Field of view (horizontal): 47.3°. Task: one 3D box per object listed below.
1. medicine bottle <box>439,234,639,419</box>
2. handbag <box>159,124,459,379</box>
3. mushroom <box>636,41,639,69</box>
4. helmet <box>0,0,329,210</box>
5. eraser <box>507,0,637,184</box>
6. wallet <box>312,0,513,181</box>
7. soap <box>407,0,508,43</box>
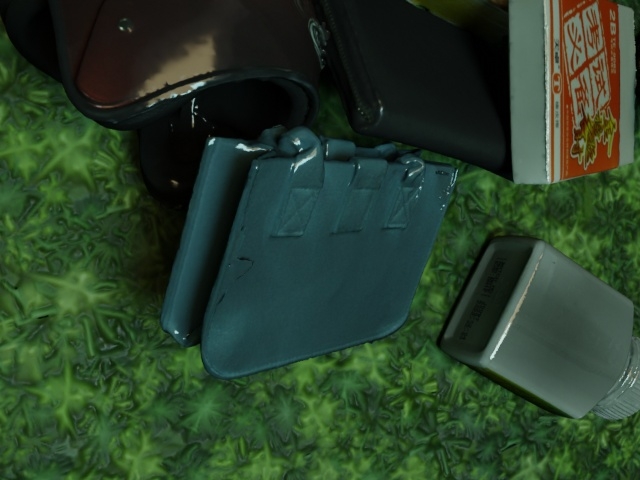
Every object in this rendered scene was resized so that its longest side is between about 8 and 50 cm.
[{"bbox_3d":[0.226,0.094,0.697,0.188,0.088,0.132,31,81,-21],"label":"medicine bottle"},{"bbox_3d":[0.000,0.000,0.541,0.229,0.062,0.179,-7,122,-48],"label":"handbag"},{"bbox_3d":[0.446,-0.102,0.741,0.233,0.208,0.301,-8,102,6],"label":"mushroom"},{"bbox_3d":[-0.100,-0.133,0.495,0.216,0.189,0.193,16,78,7],"label":"helmet"},{"bbox_3d":[0.233,-0.138,0.659,0.230,0.038,0.157,-14,103,-50],"label":"eraser"},{"bbox_3d":[0.092,-0.128,0.595,0.250,0.044,0.149,4,62,-47],"label":"wallet"},{"bbox_3d":[0.155,-0.336,0.651,0.173,0.089,0.274,23,85,-21],"label":"soap"}]
